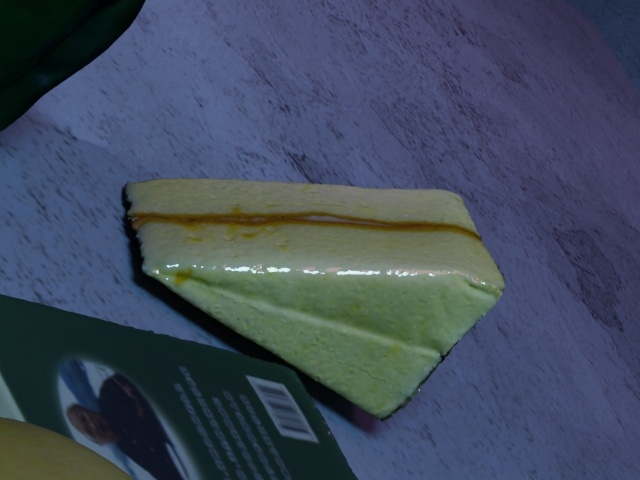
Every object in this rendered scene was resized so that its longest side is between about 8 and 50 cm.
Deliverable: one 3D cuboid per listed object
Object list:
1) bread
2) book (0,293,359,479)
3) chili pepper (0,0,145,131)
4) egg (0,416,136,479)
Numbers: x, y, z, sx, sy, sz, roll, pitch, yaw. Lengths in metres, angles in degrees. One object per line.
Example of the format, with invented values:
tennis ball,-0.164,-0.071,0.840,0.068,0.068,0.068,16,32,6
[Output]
bread,-0.004,-0.001,1.505,0.264,0.163,0.167,34,17,-29
book,-0.079,0.160,1.262,0.371,0.043,0.260,19,31,-52
chili pepper,-0.253,-0.196,1.292,0.233,0.257,0.248,58,19,-3
egg,-0.124,0.226,0.721,0.250,0.250,0.322,12,62,-56
